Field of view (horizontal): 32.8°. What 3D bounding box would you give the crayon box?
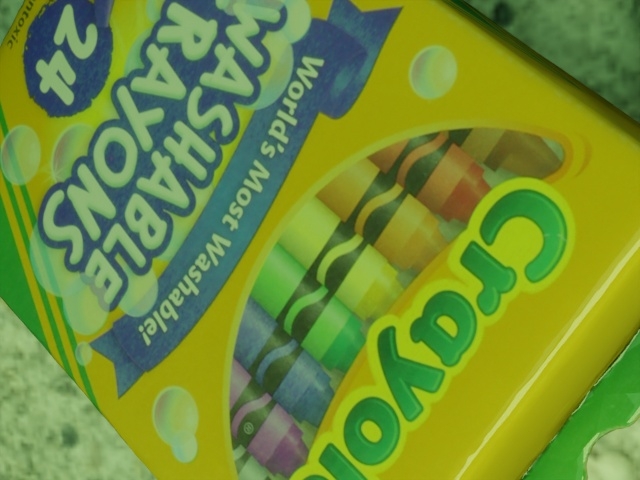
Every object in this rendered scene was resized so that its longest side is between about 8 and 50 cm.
[{"bbox_3d":[0.000,0.000,0.410,0.323,0.083,0.203,42,109,26],"label":"crayon box"}]
